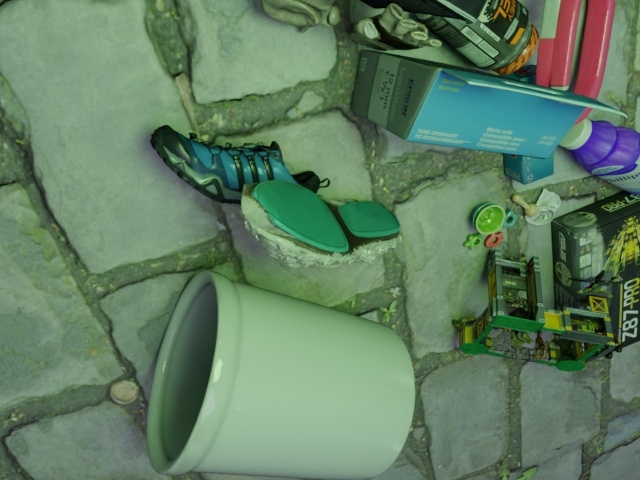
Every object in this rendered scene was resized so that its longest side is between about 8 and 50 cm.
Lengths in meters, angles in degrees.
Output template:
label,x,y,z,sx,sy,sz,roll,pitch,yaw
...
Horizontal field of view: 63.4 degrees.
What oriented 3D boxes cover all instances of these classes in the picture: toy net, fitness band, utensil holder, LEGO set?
label,x,y,z,sx,sy,sz,roll,pitch,yaw
toy net,0.421,-0.041,1.103,0.232,0.045,0.122,-11,118,-13
fitness band,0.448,-0.346,0.897,0.209,0.054,0.291,-19,117,-41
utensil holder,-0.073,0.259,0.941,0.385,0.328,0.328,18,109,-28
LEGO set,0.469,0.144,1.145,0.331,0.192,0.255,6,145,8

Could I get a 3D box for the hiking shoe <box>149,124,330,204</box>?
label,x,y,z,sx,sy,sz,roll,pitch,yaw
hiking shoe,-0.131,-0.122,0.858,0.304,0.113,0.132,29,97,-38

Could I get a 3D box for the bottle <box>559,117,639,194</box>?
label,x,y,z,sx,sy,sz,roll,pitch,yaw
bottle,0.599,-0.174,1.050,0.282,0.118,0.092,17,76,-25

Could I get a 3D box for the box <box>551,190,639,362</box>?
label,x,y,z,sx,sy,sz,roll,pitch,yaw
box,0.718,0.076,1.230,0.318,0.097,0.395,-19,119,-4

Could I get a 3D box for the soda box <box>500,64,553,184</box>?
label,x,y,z,sx,sy,sz,roll,pitch,yaw
soda box,0.396,-0.219,0.992,0.071,0.067,0.210,-19,120,-8

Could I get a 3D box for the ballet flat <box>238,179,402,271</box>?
label,x,y,z,sx,sy,sz,roll,pitch,yaw
ballet flat,0.000,0.000,0.859,0.408,0.147,0.147,4,119,-54

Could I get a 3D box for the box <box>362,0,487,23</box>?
label,x,y,z,sx,sy,sz,roll,pitch,yaw
box,0.129,-0.478,0.632,0.178,0.312,0.343,18,109,-24

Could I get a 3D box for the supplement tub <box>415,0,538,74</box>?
label,x,y,z,sx,sy,sz,roll,pitch,yaw
supplement tub,0.260,-0.360,0.848,0.190,0.117,0.117,24,107,-27

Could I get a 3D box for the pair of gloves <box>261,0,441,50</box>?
label,x,y,z,sx,sy,sz,roll,pitch,yaw
pair of gloves,0.034,-0.316,0.747,0.240,0.204,0.042,11,99,-23

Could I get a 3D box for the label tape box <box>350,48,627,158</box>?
label,x,y,z,sx,sy,sz,roll,pitch,yaw
label tape box,0.221,-0.199,0.782,0.249,0.348,0.115,3,115,-19
